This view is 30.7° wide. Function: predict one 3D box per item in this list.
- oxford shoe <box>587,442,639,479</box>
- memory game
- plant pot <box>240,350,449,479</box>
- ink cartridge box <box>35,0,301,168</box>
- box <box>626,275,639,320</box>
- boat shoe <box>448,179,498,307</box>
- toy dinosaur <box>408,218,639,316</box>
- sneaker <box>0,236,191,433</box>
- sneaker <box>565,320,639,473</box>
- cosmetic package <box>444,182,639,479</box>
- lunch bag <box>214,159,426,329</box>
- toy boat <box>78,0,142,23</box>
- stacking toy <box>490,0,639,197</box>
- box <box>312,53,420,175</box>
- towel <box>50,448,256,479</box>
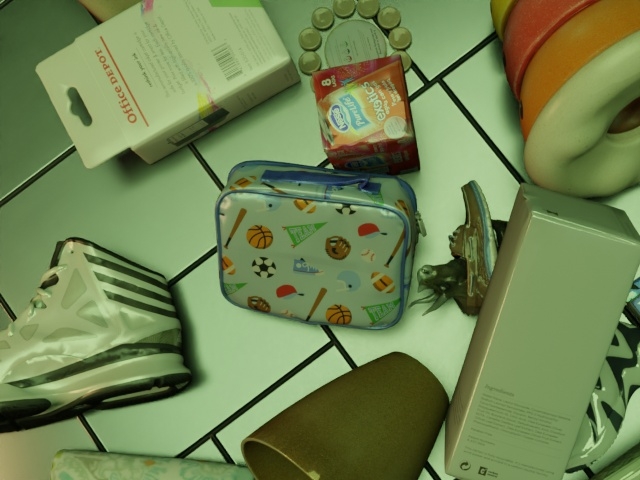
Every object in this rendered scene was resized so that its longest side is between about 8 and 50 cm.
[{"bbox_3d":[0.502,0.321,1.614,0.449,0.169,0.130,-31,81,-3],"label":"oxford shoe"},{"bbox_3d":[0.054,-0.301,1.837,0.186,0.012,0.186,-1,81,7],"label":"memory game"},{"bbox_3d":[0.060,0.284,1.648,0.237,0.237,0.254,43,66,11],"label":"plant pot"},{"bbox_3d":[-0.236,-0.263,1.814,0.353,0.119,0.207,-29,80,1],"label":"ink cartridge box"},{"bbox_3d":[0.533,0.115,1.698,0.109,0.042,0.178,-36,80,1],"label":"box"},{"bbox_3d":[0.215,0.006,1.642,0.066,0.066,0.183,-12,77,8],"label":"boat shoe"},{"bbox_3d":[0.300,0.058,1.713,0.314,0.121,0.160,13,94,7],"label":"toy dinosaur"},{"bbox_3d":[-0.434,0.142,1.779,0.448,0.169,0.257,-10,72,-2],"label":"sneaker"},{"bbox_3d":[0.369,0.202,1.661,0.153,0.094,0.235,37,87,-5],"label":"sneaker"},{"bbox_3d":[0.281,0.128,1.519,0.155,0.197,0.365,17,107,2],"label":"cosmetic package"},{"bbox_3d":[0.000,0.000,1.693,0.303,0.115,0.243,6,122,8],"label":"lunch bag"},{"bbox_3d":[-0.356,-0.453,1.852,0.151,0.151,0.231,-49,121,-2],"label":"toy boat"},{"bbox_3d":[0.365,-0.332,1.702,0.351,0.350,0.479,-28,60,3],"label":"stacking toy"},{"bbox_3d":[0.071,-0.170,1.691,0.128,0.257,0.122,-10,82,6],"label":"box"},{"bbox_3d":[-0.258,0.508,1.718,0.321,0.090,0.374,3,82,7],"label":"towel"}]
